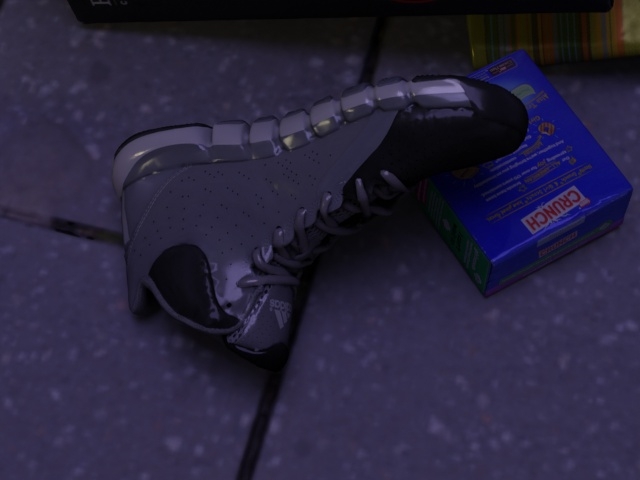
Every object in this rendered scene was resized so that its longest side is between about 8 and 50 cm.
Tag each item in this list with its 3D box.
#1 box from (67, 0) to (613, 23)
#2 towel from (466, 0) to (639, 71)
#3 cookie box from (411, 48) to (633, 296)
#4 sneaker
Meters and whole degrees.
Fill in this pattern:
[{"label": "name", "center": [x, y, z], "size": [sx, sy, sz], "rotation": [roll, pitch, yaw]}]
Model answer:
[{"label": "box", "center": [-0.016, -0.281, 0.920], "size": [0.313, 0.343, 0.179], "rotation": [1, 58, 17]}, {"label": "towel", "center": [0.198, -0.152, 1.021], "size": [0.237, 0.021, 0.102], "rotation": [-3, 81, 14]}, {"label": "cookie box", "center": [0.099, -0.037, 0.985], "size": [0.092, 0.040, 0.107], "rotation": [-27, 63, -14]}, {"label": "sneaker", "center": [0.000, 0.000, 0.927], "size": [0.229, 0.086, 0.132], "rotation": [-10, 69, 25]}]
